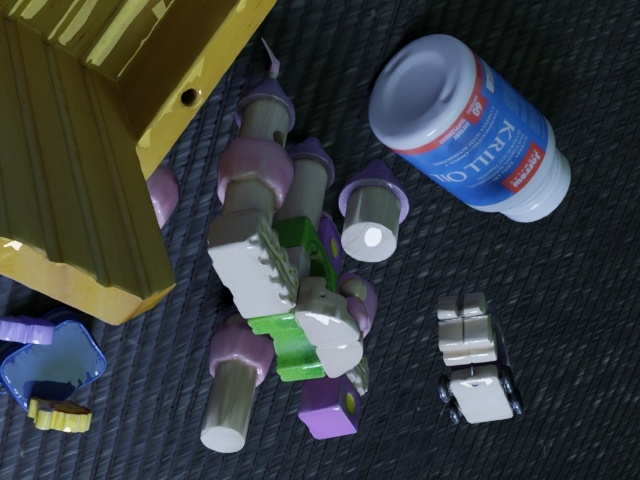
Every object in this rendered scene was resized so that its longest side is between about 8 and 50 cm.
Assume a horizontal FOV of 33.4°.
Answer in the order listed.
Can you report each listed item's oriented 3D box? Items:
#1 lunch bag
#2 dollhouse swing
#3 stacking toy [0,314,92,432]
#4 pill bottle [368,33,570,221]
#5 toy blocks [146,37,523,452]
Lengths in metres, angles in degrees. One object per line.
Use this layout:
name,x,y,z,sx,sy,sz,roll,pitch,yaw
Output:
lunch bag,-0.256,0.112,0.990,0.098,0.065,0.067,-32,109,-15
dollhouse swing,-0.175,-0.178,0.709,0.347,0.305,0.315,32,98,-40
stacking toy,-0.291,0.071,0.903,0.221,0.052,0.167,9,95,-24
pill bottle,0.161,-0.104,1.085,0.221,0.124,0.124,30,99,-40
toy blocks,0.000,0.000,0.967,0.309,0.260,0.288,-11,131,19
